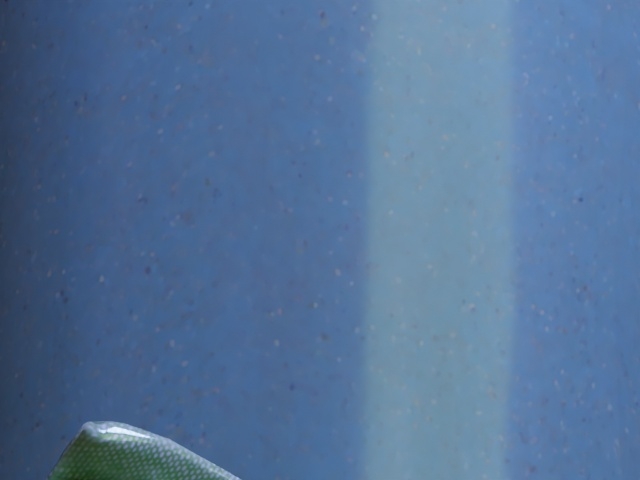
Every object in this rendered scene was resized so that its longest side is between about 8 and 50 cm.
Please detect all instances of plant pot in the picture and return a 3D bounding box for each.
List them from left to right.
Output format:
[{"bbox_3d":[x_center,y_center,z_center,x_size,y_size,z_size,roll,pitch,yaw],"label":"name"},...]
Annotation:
[{"bbox_3d":[0.000,0.000,0.631,0.341,0.341,0.334,13,66,-25],"label":"plant pot"}]

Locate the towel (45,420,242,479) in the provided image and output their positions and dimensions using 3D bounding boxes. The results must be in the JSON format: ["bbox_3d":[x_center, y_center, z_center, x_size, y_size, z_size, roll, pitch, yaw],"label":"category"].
[{"bbox_3d":[-0.026,0.210,0.500,0.248,0.325,0.038,24,25,-18],"label":"towel"}]
